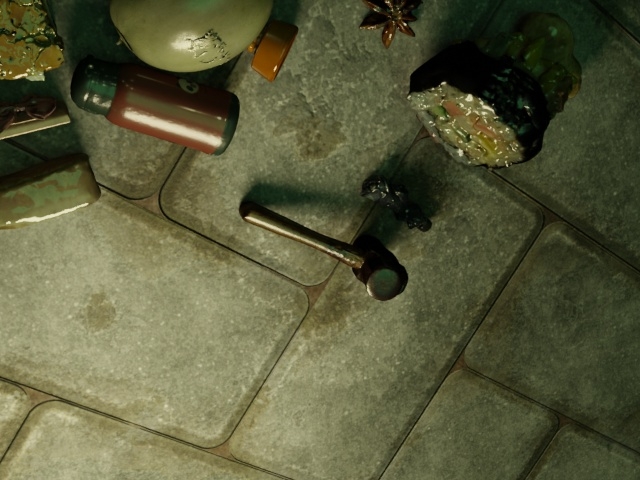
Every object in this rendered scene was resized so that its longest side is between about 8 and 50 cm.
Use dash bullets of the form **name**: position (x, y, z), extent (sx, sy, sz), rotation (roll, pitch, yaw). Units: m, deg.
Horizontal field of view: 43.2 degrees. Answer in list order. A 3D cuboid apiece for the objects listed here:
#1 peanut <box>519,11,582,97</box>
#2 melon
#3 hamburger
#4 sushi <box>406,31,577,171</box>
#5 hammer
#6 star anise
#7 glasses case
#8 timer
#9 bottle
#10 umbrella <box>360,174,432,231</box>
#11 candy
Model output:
- **peanut**: position (0.580, -0.459, 2.007), extent (0.137, 0.122, 0.253), rotation (-35, 121, -16)
- **melon**: position (-0.254, -0.466, 1.580), extent (0.330, 0.268, 0.268), rotation (-25, 117, -4)
- **hamburger**: position (-0.598, -0.429, 1.510), extent (0.192, 0.168, 0.287), rotation (-25, 117, -14)
- **sushi**: position (0.399, -0.354, 1.878), extent (0.329, 0.328, 0.285), rotation (39, 78, -15)
- **hammer**: position (0.000, 0.000, 1.913), extent (0.409, 0.242, 0.095), rotation (25, 102, -14)
- **star anise**: position (0.164, -0.521, 1.850), extent (0.168, 0.057, 0.167), rotation (-8, 111, -21)
- **glasses case**: position (-0.603, -0.248, 1.616), extent (0.194, 0.102, 0.070), rotation (-17, 108, -15)
- **timer**: position (-0.142, -0.433, 1.738), extent (0.152, 0.132, 0.132), rotation (27, 98, -5)
- **bottle**: position (-0.346, -0.289, 1.685), extent (0.336, 0.144, 0.143), rotation (16, 103, -24)
- **umbrella**: position (0.202, -0.093, 2.025), extent (0.224, 0.080, 0.071), rotation (34, 59, -32)
- **candy**: position (-0.582, -0.101, 1.678), extent (0.234, 0.102, 0.104), rotation (-22, 116, -15)
